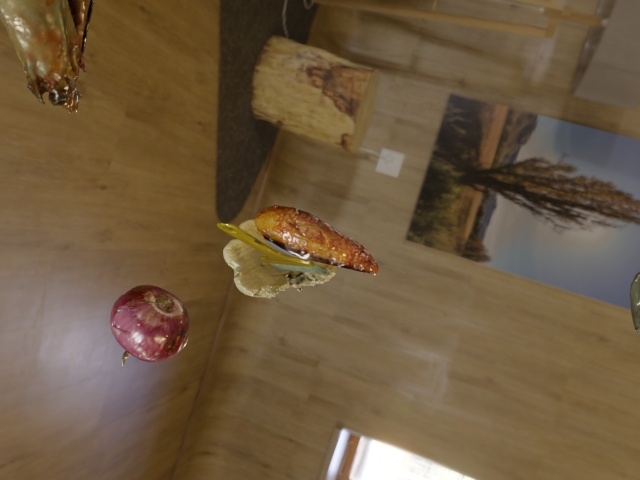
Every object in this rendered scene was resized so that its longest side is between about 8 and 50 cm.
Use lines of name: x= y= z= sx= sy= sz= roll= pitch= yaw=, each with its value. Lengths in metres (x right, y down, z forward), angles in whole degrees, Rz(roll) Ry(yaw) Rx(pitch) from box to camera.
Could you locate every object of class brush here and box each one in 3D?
brush: x=-0.071 y=0.012 z=0.818 sx=0.205 sy=0.083 sz=0.011 roll=34 pitch=65 yaw=-56

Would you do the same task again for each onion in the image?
onion: x=-0.369 y=0.181 z=1.334 sx=0.153 sy=0.177 sz=0.177 roll=-44 pitch=-167 yaw=47

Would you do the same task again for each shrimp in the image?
shrimp: x=-0.284 y=-0.255 z=0.653 sx=0.154 sy=0.062 sz=0.294 roll=-54 pitch=169 yaw=-40

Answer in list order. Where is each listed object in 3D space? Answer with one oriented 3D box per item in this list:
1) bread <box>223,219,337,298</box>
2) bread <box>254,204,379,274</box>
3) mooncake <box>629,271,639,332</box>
bread: x=-0.090 y=0.029 z=1.312 sx=0.250 sy=0.182 sz=0.039 roll=-11 pitch=149 yaw=-34
bread: x=-0.003 y=-0.002 z=1.235 sx=0.139 sy=0.268 sz=0.095 roll=-102 pitch=-151 yaw=-83
mooncake: x=0.369 y=0.050 z=0.561 sx=0.130 sy=0.125 sz=0.073 roll=-26 pitch=-123 yaw=51
